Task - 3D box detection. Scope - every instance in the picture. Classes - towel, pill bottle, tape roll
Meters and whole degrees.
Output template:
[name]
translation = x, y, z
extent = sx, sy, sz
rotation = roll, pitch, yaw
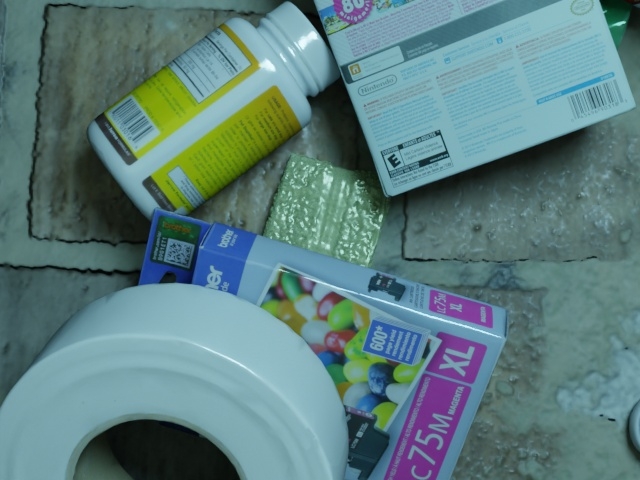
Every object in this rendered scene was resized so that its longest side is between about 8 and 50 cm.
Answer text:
[towel]
translation = 0.000, 0.000, 1.032
extent = 0.110, 0.027, 0.148
rotation = 14, 86, 2
[pill bottle]
translation = -0.091, -0.115, 0.997
extent = 0.215, 0.117, 0.117
rotation = -37, 86, -3
[tape roll]
translation = -0.122, 0.182, 0.921
extent = 0.286, 0.100, 0.286
rotation = 3, 113, 6

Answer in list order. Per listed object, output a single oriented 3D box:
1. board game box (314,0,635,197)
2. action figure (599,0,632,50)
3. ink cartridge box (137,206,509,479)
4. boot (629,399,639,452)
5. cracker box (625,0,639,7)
[board game box]
translation = 0.111, -0.218, 0.963
extent = 0.224, 0.097, 0.303
rotation = -19, 96, 16
[action figure]
translation = 0.173, -0.253, 1.036
extent = 0.232, 0.063, 0.137
rotation = 16, 87, -2
[ink cartridge box]
translation = -0.017, 0.102, 0.962
extent = 0.311, 0.065, 0.186
rotation = 18, 115, 2
[boot]
translation = 0.407, 0.155, 0.966
extent = 0.258, 0.123, 0.095
rotation = -5, 85, 0
[cracker box]
translation = 0.376, -0.214, 0.954
extent = 0.232, 0.155, 0.067
rotation = 20, 85, -16
